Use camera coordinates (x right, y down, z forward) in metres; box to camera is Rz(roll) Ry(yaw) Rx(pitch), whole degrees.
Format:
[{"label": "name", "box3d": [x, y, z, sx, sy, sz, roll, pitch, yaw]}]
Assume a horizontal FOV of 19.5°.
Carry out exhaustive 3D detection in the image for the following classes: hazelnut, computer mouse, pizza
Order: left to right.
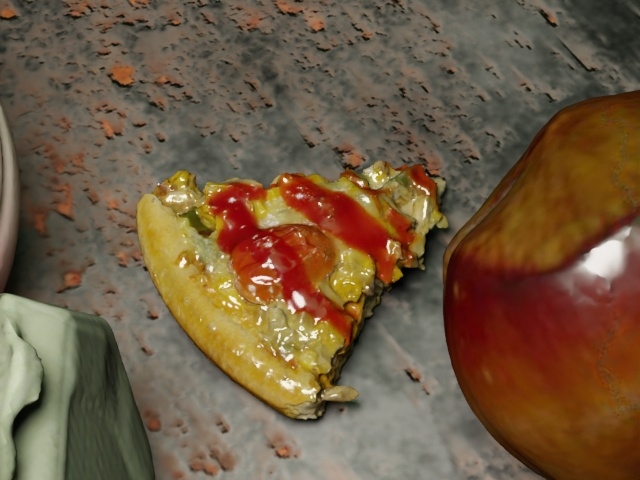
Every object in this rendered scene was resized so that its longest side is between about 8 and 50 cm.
[{"label": "computer mouse", "box3d": [-0.160, 0.216, 0.866, 0.145, 0.228, 0.429, -9, 53, 5]}, {"label": "pizza", "box3d": [0.000, 0.000, 1.117, 0.199, 0.062, 0.188, -32, 63, -23]}, {"label": "hazelnut", "box3d": [0.182, 0.024, 1.025, 0.217, 0.217, 0.251, 19, 33, 13]}]

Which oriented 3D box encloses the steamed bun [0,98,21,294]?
[{"label": "steamed bun", "box3d": [-0.292, 0.008, 0.980, 0.309, 0.309, 0.309, 0, 54, -1]}]
